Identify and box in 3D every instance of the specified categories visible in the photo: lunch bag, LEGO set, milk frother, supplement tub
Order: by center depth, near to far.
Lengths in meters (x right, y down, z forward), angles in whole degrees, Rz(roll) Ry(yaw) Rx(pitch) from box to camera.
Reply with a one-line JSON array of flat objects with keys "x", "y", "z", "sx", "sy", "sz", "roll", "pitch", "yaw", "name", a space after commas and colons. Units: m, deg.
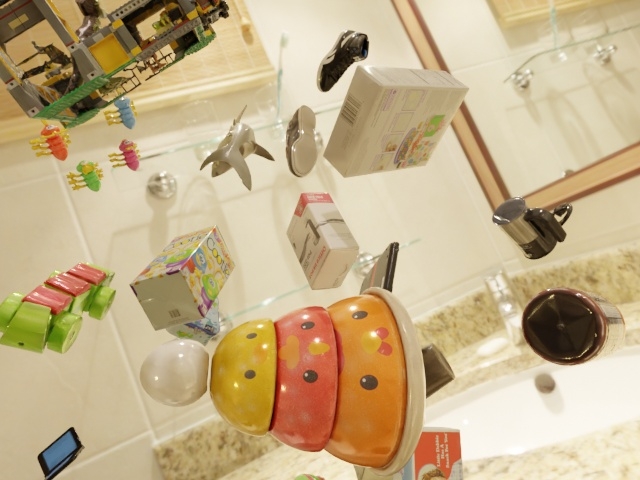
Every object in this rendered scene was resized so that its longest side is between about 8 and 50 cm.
[{"x": -0.312, "y": -0.308, "z": 0.602, "sx": 0.331, "sy": 0.192, "sz": 0.255, "roll": -30, "pitch": 17, "yaw": 6, "name": "LEGO set"}, {"x": 0.377, "y": 0.125, "z": 0.655, "sx": 0.106, "sy": 0.106, "sz": 0.198, "roll": -28, "pitch": -26, "yaw": 35, "name": "supplement tub"}, {"x": 0.496, "y": -0.055, "z": 1.035, "sx": 0.129, "sy": 0.134, "sz": 0.143, "roll": -25, "pitch": 32, "yaw": 48, "name": "milk frother"}, {"x": -0.426, "y": 0.236, "z": 1.488, "sx": 0.090, "sy": 0.176, "sz": 0.219, "roll": -47, "pitch": 29, "yaw": 18, "name": "lunch bag"}]

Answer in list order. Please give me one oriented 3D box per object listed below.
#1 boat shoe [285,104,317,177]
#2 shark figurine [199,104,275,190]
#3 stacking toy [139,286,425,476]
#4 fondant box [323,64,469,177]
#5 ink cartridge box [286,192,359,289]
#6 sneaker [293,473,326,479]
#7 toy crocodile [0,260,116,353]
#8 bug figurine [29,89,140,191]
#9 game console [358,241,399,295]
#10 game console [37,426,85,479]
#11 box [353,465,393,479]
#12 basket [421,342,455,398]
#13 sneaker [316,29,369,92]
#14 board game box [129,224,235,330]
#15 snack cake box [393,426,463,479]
[{"x": -0.078, "y": -0.354, "z": 1.665, "sx": 0.112, "sy": 0.335, "sz": 0.095, "roll": 24, "pitch": -36, "yaw": -29, "name": "boat shoe"}, {"x": -0.140, "y": -0.175, "z": 0.868, "sx": 0.166, "sy": 0.116, "sz": 0.278, "roll": -58, "pitch": 17, "yaw": 0, "name": "shark figurine"}, {"x": -0.081, "y": 0.257, "z": 0.830, "sx": 0.479, "sy": 0.351, "sz": 0.350, "roll": 3, "pitch": -14, "yaw": -15, "name": "stacking toy"}, {"x": 0.189, "y": -0.293, "z": 1.107, "sx": 0.330, "sy": 0.096, "sz": 0.238, "roll": -13, "pitch": -39, "yaw": -38, "name": "fondant box"}, {"x": 0.000, "y": 0.000, "z": 1.188, "sx": 0.092, "sy": 0.218, "sz": 0.159, "roll": -3, "pitch": -43, "yaw": -30, "name": "ink cartridge box"}, {"x": 0.068, "y": 0.861, "z": 1.214, "sx": 0.185, "sy": 0.482, "sz": 0.202, "roll": 31, "pitch": -92, "yaw": -43, "name": "sneaker"}, {"x": -0.446, "y": 0.100, "z": 0.785, "sx": 0.340, "sy": 0.115, "sz": 0.105, "roll": -103, "pitch": 38, "yaw": -76, "name": "toy crocodile"}, {"x": -0.565, "y": -0.247, "z": 1.148, "sx": 0.279, "sy": 0.072, "sz": 0.216, "roll": -40, "pitch": -41, "yaw": -32, "name": "bug figurine"}, {"x": 0.185, "y": 0.236, "z": 1.546, "sx": 0.060, "sy": 0.387, "sz": 0.342, "roll": 18, "pitch": -33, "yaw": -5, "name": "game console"}, {"x": -0.717, "y": 0.588, "z": 1.214, "sx": 0.122, "sy": 0.071, "sz": 0.107, "roll": -41, "pitch": 5, "yaw": -10, "name": "game console"}, {"x": 0.223, "y": 0.665, "z": 1.422, "sx": 0.232, "sy": 0.127, "sz": 0.149, "roll": 3, "pitch": 30, "yaw": -14, "name": "box"}, {"x": 0.290, "y": 0.434, "z": 1.404, "sx": 0.227, "sy": 0.154, "sz": 0.204, "roll": -37, "pitch": -44, "yaw": 14, "name": "basket"}, {"x": 0.076, "y": -0.566, "z": 1.417, "sx": 0.079, "sy": 0.121, "sz": 0.217, "roll": 23, "pitch": -85, "yaw": -48, "name": "sneaker"}, {"x": -0.348, "y": 0.088, "z": 1.179, "sx": 0.144, "sy": 0.142, "sz": 0.275, "roll": -16, "pitch": 21, "yaw": 12, "name": "board game box"}, {"x": 0.256, "y": 0.587, "z": 1.067, "sx": 0.152, "sy": 0.264, "sz": 0.089, "roll": 10, "pitch": -21, "yaw": -20, "name": "snack cake box"}]
